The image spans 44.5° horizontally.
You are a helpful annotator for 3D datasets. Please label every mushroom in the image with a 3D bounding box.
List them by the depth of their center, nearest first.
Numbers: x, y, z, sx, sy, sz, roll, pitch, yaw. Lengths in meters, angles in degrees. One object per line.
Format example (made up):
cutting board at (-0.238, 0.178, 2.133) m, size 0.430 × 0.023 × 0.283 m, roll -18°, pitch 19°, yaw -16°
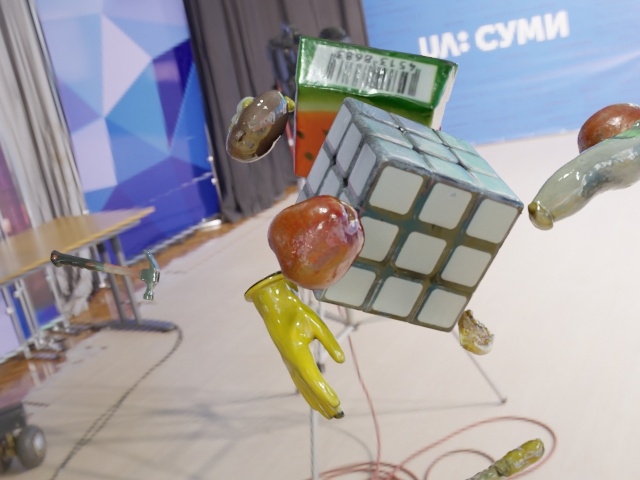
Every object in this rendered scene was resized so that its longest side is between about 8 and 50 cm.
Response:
mushroom at (0.511, -0.126, 1.447) m, size 0.351 × 0.109 × 0.097 m, roll -28°, pitch 51°, yaw -23°

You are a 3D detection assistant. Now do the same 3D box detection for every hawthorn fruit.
hawthorn fruit at (0.000, 0.000, 1.134) m, size 0.138 × 0.133 × 0.133 m, roll -40°, pitch -1°, yaw 34°
hawthorn fruit at (0.641, -0.213, 1.678) m, size 0.173 × 0.173 × 0.173 m, roll -11°, pitch 17°, yaw 3°

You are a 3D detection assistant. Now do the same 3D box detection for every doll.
doll at (-0.112, -0.208, 1.419) m, size 0.145 × 0.096 × 0.188 m, roll -47°, pitch 2°, yaw 8°

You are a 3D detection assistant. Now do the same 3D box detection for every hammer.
hammer at (-0.499, 0.062, 1.804) m, size 0.287 × 0.111 × 0.033 m, roll 8°, pitch -7°, yaw 18°

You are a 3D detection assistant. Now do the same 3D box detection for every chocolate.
chocolate at (0.107, -0.274, 1.812) m, size 0.360 × 0.341 × 0.161 m, roll 11°, pitch 53°, yaw 6°

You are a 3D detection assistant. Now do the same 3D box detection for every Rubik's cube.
Rubik's cube at (0.144, -0.051, 1.485) m, size 0.301 × 0.304 × 0.305 m, roll 16°, pitch 23°, yaw -20°

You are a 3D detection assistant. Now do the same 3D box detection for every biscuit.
biscuit at (0.281, 0.395, 1.308) m, size 0.174 × 0.039 × 0.183 m, roll -18°, pitch -24°, yaw -26°

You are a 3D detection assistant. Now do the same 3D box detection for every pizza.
pizza at (0.379, 0.222, 1.923) m, size 0.041 × 0.131 × 0.178 m, roll -34°, pitch -31°, yaw 28°

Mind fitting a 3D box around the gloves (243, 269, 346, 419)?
gloves at (-0.033, 0.207, 1.485) m, size 0.116 × 0.294 × 0.133 m, roll -24°, pitch -17°, yaw -12°
